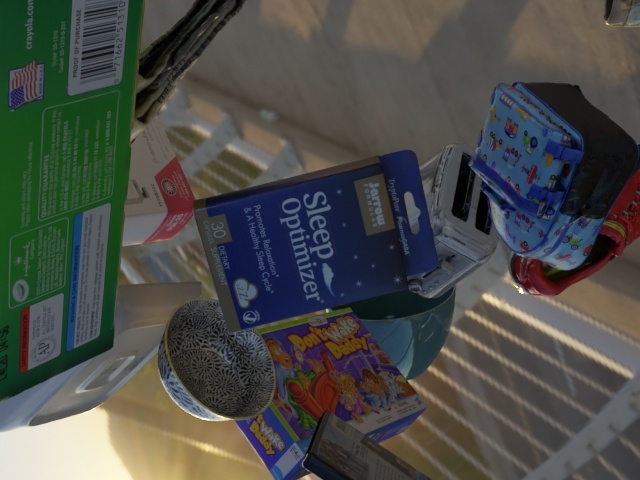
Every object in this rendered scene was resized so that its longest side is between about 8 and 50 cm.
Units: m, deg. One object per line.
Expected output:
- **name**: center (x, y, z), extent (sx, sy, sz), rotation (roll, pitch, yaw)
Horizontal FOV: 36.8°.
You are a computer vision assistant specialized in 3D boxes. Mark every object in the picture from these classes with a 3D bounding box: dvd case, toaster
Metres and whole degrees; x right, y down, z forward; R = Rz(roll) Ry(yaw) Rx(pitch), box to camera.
- **dvd case**: center (0.097, 0.299, 1.128), extent (0.253, 0.022, 0.180), rotation (34, -172, 2)
- **toaster**: center (0.177, -0.038, 1.364), extent (0.129, 0.227, 0.146), rotation (30, 145, -19)

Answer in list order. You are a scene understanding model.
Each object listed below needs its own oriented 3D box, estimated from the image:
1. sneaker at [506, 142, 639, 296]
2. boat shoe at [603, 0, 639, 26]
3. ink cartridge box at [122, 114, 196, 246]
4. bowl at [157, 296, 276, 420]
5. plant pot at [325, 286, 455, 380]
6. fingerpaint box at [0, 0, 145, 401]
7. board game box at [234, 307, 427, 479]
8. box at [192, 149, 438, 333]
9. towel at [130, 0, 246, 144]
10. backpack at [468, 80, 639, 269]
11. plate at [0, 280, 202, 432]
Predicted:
- **sneaker**: center (0.362, -0.018, 1.188), extent (0.107, 0.279, 0.118), rotation (49, -177, -9)
- **boat shoe**: center (0.519, -0.528, 1.607), extent (0.121, 0.110, 0.341), rotation (97, 171, -85)
- **ink cartridge box**: center (-0.375, -0.096, 1.583), extent (0.117, 0.283, 0.207), rotation (-40, 69, 42)
- **bowl**: center (-0.146, 0.164, 1.211), extent (0.080, 0.170, 0.170), rotation (-38, 82, 34)
- **plant pot**: center (0.162, 0.199, 2.140), extent (0.290, 0.290, 0.196), rotation (32, 134, 59)
- **fingerpaint box**: center (-0.363, -0.128, 0.938), extent (0.371, 0.163, 0.445), rotation (34, 129, 28)
- **board game box**: center (-0.004, 0.244, 1.586), extent (0.233, 0.347, 0.078), rotation (51, 121, 21)
- **box**: center (0.000, 0.000, 0.949), extent (0.036, 0.225, 0.136), rotation (-108, 3, -71)
- **towel**: center (-0.201, -0.184, 1.185), extent (0.056, 0.312, 0.324), rotation (40, 137, -9)
- **backpack**: center (0.226, -0.060, 0.986), extent (0.158, 0.116, 0.173), rotation (-120, 37, -47)
- **plate**: center (-0.297, 0.163, 1.303), extent (0.045, 0.277, 0.278), rotation (48, -168, 13)
